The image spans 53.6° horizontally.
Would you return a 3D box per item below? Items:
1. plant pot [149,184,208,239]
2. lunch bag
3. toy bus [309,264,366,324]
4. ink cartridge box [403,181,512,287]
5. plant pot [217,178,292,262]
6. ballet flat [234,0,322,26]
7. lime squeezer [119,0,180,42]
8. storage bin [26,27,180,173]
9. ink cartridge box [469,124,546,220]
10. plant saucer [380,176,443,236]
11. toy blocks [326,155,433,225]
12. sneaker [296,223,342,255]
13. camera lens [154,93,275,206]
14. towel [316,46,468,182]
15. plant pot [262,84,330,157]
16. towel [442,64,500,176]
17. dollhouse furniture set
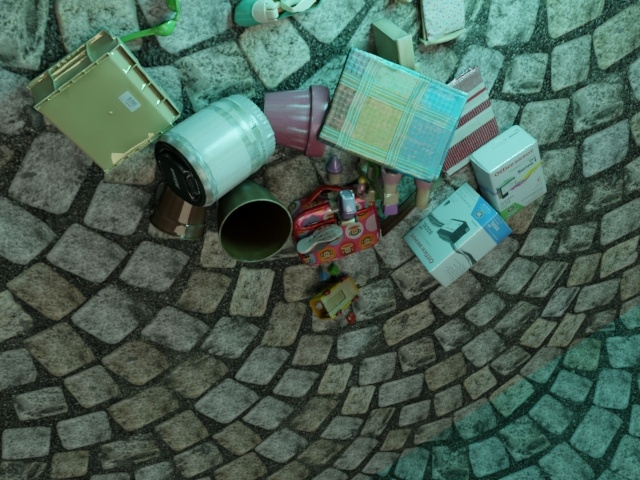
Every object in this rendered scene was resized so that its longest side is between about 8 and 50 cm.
[{"bbox_3d":[-0.394,-0.112,1.844,0.166,0.167,0.165,12,110,-31],"label":"plant pot"},{"bbox_3d":[0.043,-0.069,2.093,0.292,0.120,0.258,-18,125,-8],"label":"lunch bag"},{"bbox_3d":[0.053,0.202,2.302,0.202,0.191,0.104,19,159,-33],"label":"toy bus"},{"bbox_3d":[0.479,-0.020,2.245,0.307,0.223,0.129,-42,129,10],"label":"ink cartridge box"},{"bbox_3d":[-0.220,-0.087,1.881,0.215,0.230,0.216,-12,128,-16],"label":"plant pot"},{"bbox_3d":[-0.104,-0.609,1.633,0.247,0.087,0.083,-22,131,-7],"label":"ballet flat"},{"bbox_3d":[-0.391,-0.581,1.564,0.110,0.059,0.310,38,108,-6],"label":"lime squeezer"},{"bbox_3d":[-0.538,-0.349,1.598,0.260,0.123,0.262,-35,137,3],"label":"storage bin"},{"bbox_3d":[0.662,-0.231,2.218,0.201,0.117,0.278,-34,136,0],"label":"ink cartridge box"},{"bbox_3d":[0.295,-0.119,2.105,0.041,0.278,0.278,46,102,2],"label":"plant saucer"},{"bbox_3d":[0.161,-0.246,1.899,0.308,0.289,0.260,-12,132,-12],"label":"toy blocks"},{"bbox_3d":[0.000,0.000,2.024,0.157,0.061,0.065,-24,152,4],"label":"sneaker"},{"bbox_3d":[-0.285,-0.239,1.693,0.274,0.219,0.220,-41,137,-28],"label":"camera lens"},{"bbox_3d":[0.203,-0.334,1.727,0.369,0.040,0.272,18,99,-17],"label":"towel"},{"bbox_3d":[-0.075,-0.343,1.792,0.180,0.201,0.202,4,124,-9],"label":"plant pot"},{"bbox_3d":[0.462,-0.386,2.089,0.237,0.037,0.329,-34,133,1],"label":"towel"},{"bbox_3d":[0.348,-0.585,1.795,0.355,0.174,0.303,-22,131,-7],"label":"dollhouse furniture set"}]
